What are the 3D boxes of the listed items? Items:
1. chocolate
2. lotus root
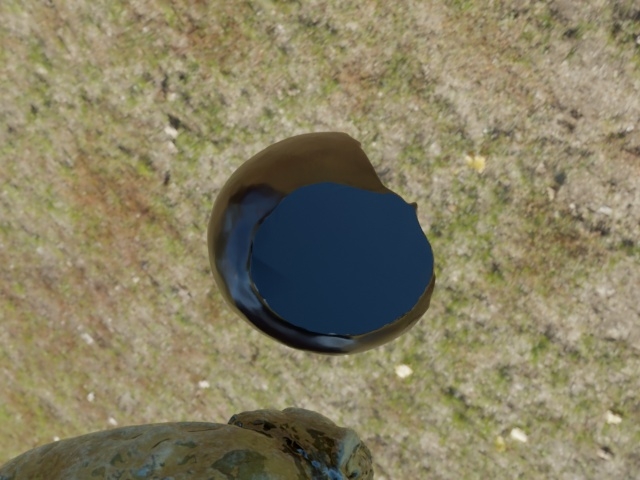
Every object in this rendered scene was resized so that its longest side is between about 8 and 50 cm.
[{"bbox_3d":[0.000,0.000,0.478,0.127,0.124,0.133,26,176,-7],"label":"chocolate"},{"bbox_3d":[-0.135,0.209,0.551,0.350,0.175,0.175,-15,118,14],"label":"lotus root"}]
